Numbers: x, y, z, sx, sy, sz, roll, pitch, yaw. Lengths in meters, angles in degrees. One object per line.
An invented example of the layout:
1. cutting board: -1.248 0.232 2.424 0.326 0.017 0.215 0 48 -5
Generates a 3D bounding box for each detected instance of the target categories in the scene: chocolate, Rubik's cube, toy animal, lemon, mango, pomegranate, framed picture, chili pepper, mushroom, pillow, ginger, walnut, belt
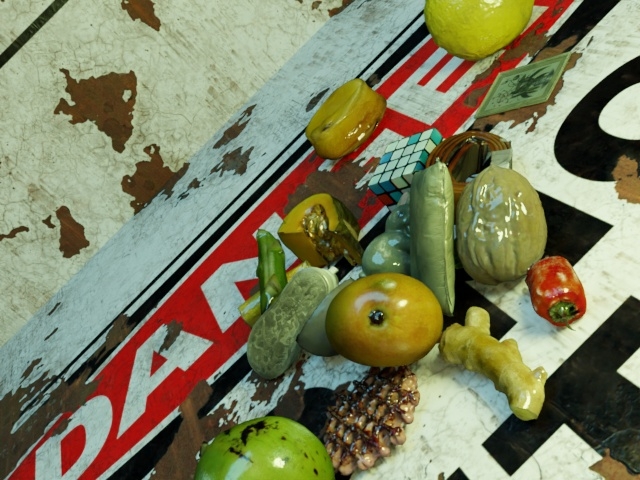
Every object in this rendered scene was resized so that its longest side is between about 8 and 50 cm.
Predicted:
1. chocolate: -0.108 0.134 2.124 0.219 0.085 0.086 -41 25 8
2. Rubik's cube: 0.232 -0.148 1.954 0.155 0.151 0.154 -14 40 46
3. toy animal: 0.175 -0.013 1.794 0.125 0.127 0.251 -18 51 53
4. lemon: 0.432 -0.637 2.255 0.322 0.268 0.268 -37 26 26
5. mango: 0.114 0.156 1.584 0.317 0.211 0.173 122 143 -77
6. pomegranate: -0.070 0.442 1.441 0.340 0.260 0.260 11 54 24
7. framed picture: 0.499 -0.383 2.064 0.231 0.010 0.173 -8 44 52
8. chili pepper: 0.403 0.099 1.402 0.086 0.084 0.192 -53 16 24
9. mushroom: 0.040 0.180 1.796 0.188 0.141 0.117 -47 59 1
10. pillow: 0.219 -0.005 1.635 0.185 0.075 0.302 171 97 -80
11. ginger: 0.295 0.213 1.418 0.118 0.065 0.299 -49 27 6
12. walnut: 0.338 -0.032 1.566 0.178 0.178 0.230 -14 76 48
13. belt: 0.319 -0.139 1.783 0.184 0.105 0.261 13 38 26

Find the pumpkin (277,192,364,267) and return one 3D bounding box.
1. pumpkin: -0.001 -0.001 2.095 0.190 0.139 0.280 -34 24 12

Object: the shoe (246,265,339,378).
1. shoe: -0.048 0.175 1.924 0.316 0.124 0.159 -55 -12 27

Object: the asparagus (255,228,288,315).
1. asparagus: -0.121 0.076 2.076 0.085 0.082 0.343 -10 36 2

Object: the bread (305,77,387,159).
1. bread: 0.079 -0.361 2.511 0.270 0.142 0.195 -52 28 -10

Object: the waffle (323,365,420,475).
1. waffle: 0.093 0.332 1.556 0.234 0.055 0.221 -35 27 30

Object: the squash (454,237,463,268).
1. squash: 0.345 -0.021 1.684 0.219 0.068 0.077 -41 33 10
